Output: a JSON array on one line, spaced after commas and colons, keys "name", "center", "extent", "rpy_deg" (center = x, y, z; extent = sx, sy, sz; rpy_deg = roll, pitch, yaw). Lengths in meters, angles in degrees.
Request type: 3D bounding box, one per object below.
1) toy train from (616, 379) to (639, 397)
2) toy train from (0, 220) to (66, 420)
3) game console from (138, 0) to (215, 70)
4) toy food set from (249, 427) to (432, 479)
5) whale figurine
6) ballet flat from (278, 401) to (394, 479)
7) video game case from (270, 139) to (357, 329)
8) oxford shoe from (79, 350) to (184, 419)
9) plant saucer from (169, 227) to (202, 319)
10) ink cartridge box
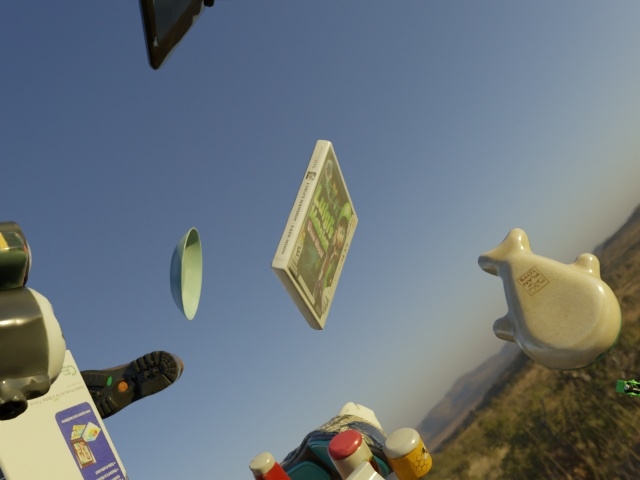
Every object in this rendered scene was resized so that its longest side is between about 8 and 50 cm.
[{"name": "toy train", "center": [0.349, 0.161, 0.678], "extent": [0.024, 0.083, 0.017], "rpy_deg": [-11, 66, 65]}, {"name": "toy train", "center": [-0.309, 0.050, 0.330], "extent": [0.334, 0.190, 0.142], "rpy_deg": [-5, -49, -45]}, {"name": "game console", "center": [-0.101, -0.370, 0.787], "extent": [0.250, 0.173, 0.293], "rpy_deg": [-5, -27, -11]}, {"name": "toy food set", "center": [-0.003, 0.235, 0.591], "extent": [0.232, 0.104, 0.111], "rpy_deg": [-37, 15, -33]}, {"name": "whale figurine", "center": [0.399, 0.105, 1.122], "extent": [0.216, 0.272, 0.141], "rpy_deg": [-42, -39, 9]}, {"name": "ballet flat", "center": [0.034, 0.464, 1.434], "extent": [0.483, 0.164, 0.182], "rpy_deg": [-48, 6, 50]}, {"name": "video game case", "center": [0.000, 0.000, 0.796], "extent": [0.190, 0.022, 0.173], "rpy_deg": [64, -140, -59]}, {"name": "oxford shoe", "center": [-0.328, 0.241, 1.040], "extent": [0.227, 0.082, 0.096], "rpy_deg": [-15, -10, 1]}, {"name": "plant saucer", "center": [-0.284, 0.069, 1.334], "extent": [0.038, 0.194, 0.195], "rpy_deg": [1, -23, 1]}, {"name": "ink cartridge box", "center": [-0.281, 0.291, 0.704], "extent": [0.065, 0.332, 0.165], "rpy_deg": [-32, -10, 14]}]
